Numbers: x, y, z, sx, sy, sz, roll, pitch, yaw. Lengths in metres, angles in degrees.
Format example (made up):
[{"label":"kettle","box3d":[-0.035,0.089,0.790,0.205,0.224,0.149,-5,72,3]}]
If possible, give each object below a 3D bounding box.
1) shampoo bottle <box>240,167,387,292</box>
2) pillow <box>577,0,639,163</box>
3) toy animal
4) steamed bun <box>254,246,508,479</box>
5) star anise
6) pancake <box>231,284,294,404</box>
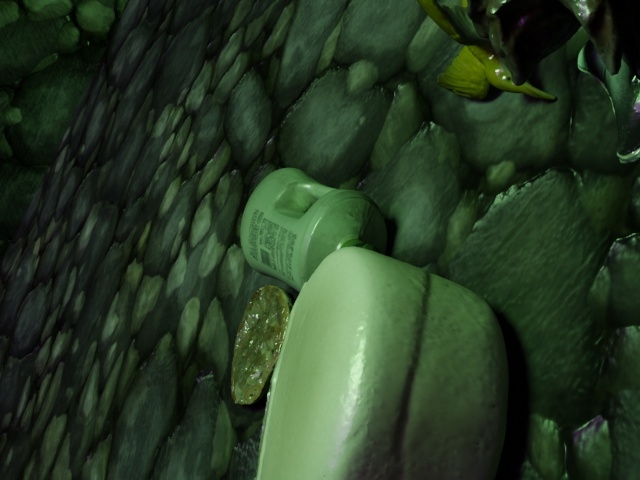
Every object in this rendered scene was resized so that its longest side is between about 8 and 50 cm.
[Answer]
[{"label":"shampoo bottle","box3d":[0.000,0.000,1.164,0.234,0.087,0.118,25,95,65]},{"label":"pillow","box3d":[0.229,-0.121,0.832,0.135,0.055,0.091,-96,16,-50]},{"label":"toy animal","box3d":[0.151,-0.180,1.000,0.155,0.219,0.095,31,81,29]},{"label":"steamed bun","box3d":[0.047,0.129,0.896,0.164,0.146,0.241,-25,50,63]},{"label":"star anise","box3d":[0.191,-0.227,0.850,0.223,0.109,0.236,-41,31,14]},{"label":"pancake","box3d":[-0.065,0.113,1.286,0.139,0.022,0.139,-46,33,41]}]
